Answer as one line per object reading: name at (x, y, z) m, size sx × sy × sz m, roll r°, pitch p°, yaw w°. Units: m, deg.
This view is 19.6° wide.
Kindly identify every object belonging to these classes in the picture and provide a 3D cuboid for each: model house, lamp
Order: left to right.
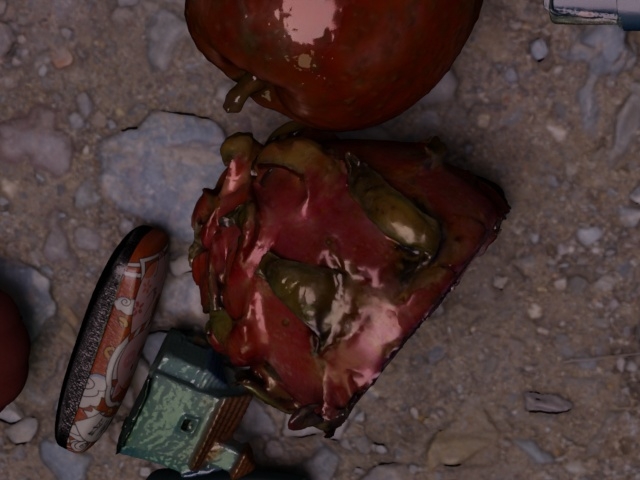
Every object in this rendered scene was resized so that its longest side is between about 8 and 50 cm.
lamp at (-0.393, 0.111, 2.023) m, size 0.182 × 0.140 × 0.182 m, roll 12°, pitch 114°, yaw 30°
model house at (-0.128, 0.189, 1.994) m, size 0.149 × 0.119 × 0.148 m, roll 27°, pitch 110°, yaw -6°

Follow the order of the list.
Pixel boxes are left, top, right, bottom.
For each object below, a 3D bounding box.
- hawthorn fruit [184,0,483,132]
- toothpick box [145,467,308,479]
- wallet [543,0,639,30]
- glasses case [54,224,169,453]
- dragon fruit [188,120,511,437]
hawthorn fruit at (0.005, -0.232, 1.728) m, size 0.275 × 0.275 × 0.299 m, roll 37°, pitch 80°, yaw 1°
toothpick box at (-0.097, 0.305, 2.010) m, size 0.184 × 0.120 × 0.120 m, roll -3°, pitch 106°, yaw 13°
wallet at (0.316, -0.269, 1.761) m, size 0.202 × 0.059 × 0.141 m, roll 5°, pitch 101°, yaw 11°
glasses case at (-0.225, 0.108, 1.990) m, size 0.067 × 0.103 × 0.266 m, roll 23°, pitch 112°, yaw 8°
dragon fruit at (0.000, 0.000, 1.794) m, size 0.263 × 0.314 × 0.296 m, roll 40°, pitch 112°, yaw 5°
